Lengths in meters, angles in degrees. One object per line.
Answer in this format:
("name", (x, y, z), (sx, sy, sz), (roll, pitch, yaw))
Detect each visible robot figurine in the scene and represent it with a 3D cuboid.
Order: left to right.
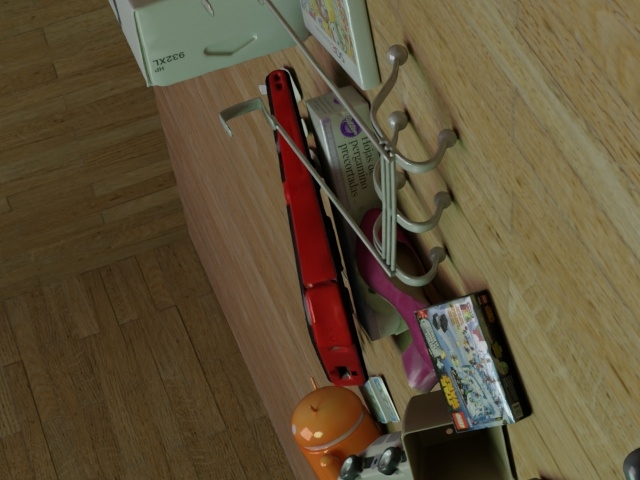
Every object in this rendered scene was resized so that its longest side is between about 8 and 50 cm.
("robot figurine", (0.034, 0.323, 2.233), (0.128, 0.158, 0.219), (3, 130, 51))

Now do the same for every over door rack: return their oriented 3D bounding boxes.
("over door rack", (0.020, -0.127, 1.467), (0.324, 0.108, 0.239), (42, 158, 25))

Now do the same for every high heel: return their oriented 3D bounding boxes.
("high heel", (0.109, 0.043, 1.564), (0.117, 0.082, 0.244), (-53, 39, 45))

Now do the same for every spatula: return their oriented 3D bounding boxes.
("spatula", (-0.043, -0.176, 2.080), (0.168, 0.019, 0.242), (66, 172, -10))

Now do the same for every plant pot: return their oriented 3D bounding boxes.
("plant pot", (0.148, 0.223, 1.568), (0.096, 0.109, 0.109), (-99, -6, -64))

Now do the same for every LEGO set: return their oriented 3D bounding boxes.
("LEGO set", (0.041, 0.180, 2.181), (0.182, 0.060, 0.244), (144, 103, -80))

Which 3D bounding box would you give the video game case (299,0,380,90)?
("video game case", (0.002, -0.304, 1.542), (0.206, 0.026, 0.227), (-124, 18, -55))

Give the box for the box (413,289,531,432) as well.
("box", (0.155, 0.125, 1.432), (0.094, 0.027, 0.137), (-20, 89, 53))

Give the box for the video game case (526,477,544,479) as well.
("video game case", (0.288, 0.379, 1.290), (0.329, 0.036, 0.299), (158, 93, -79))

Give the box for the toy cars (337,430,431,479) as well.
("toy cars", (0.125, 0.325, 1.795), (0.393, 0.177, 0.087), (70, -142, -57))

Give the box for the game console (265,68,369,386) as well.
("game console", (0.000, 0.000, 1.788), (0.386, 0.060, 0.341), (75, -175, -73))

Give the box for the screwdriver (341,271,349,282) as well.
("screwdriver", (0.009, -0.003, 2.144), (0.170, 0.025, 0.024), (55, 164, 26))

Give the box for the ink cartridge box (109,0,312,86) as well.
("ink cartridge box", (-0.165, -0.360, 1.766), (0.129, 0.223, 0.307), (82, 165, -48))

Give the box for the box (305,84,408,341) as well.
("box", (0.052, -0.027, 1.699), (0.067, 0.063, 0.324), (-126, 19, -59))

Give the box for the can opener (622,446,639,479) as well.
("can opener", (0.277, 0.292, 1.041), (0.074, 0.093, 0.280), (-161, 57, -79))
